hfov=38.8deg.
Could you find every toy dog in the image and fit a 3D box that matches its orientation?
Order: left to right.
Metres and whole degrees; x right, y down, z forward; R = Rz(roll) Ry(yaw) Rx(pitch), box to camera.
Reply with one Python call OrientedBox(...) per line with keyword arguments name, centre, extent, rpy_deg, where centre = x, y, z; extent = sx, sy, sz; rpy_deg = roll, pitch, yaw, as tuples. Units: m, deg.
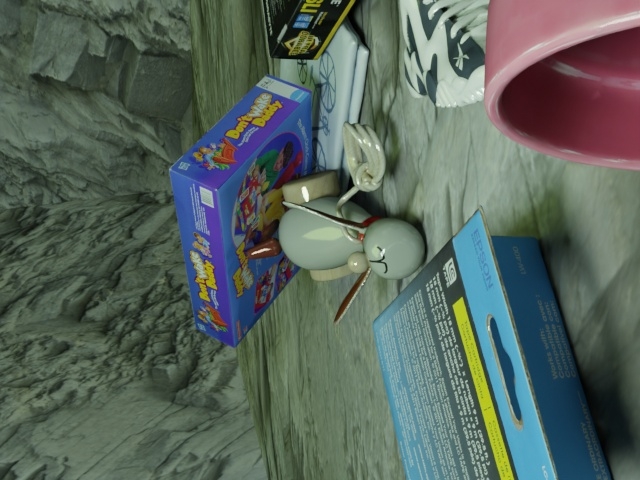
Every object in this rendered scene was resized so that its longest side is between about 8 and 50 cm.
OrientedBox(name="toy dog", centre=(0.000, 0.000, 1.199), extent=(0.220, 0.161, 0.333), rpy_deg=(65, 166, 7))

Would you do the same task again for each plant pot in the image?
OrientedBox(name="plant pot", centre=(0.180, -0.143, 0.417), extent=(0.201, 0.201, 0.180), rpy_deg=(137, 140, -73))

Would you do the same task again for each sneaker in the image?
OrientedBox(name="sneaker", centre=(0.121, -0.200, 0.774), extent=(0.235, 0.094, 0.153), rpy_deg=(-113, 9, -76))

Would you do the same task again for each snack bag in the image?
OrientedBox(name="snack bag", centre=(-0.006, -0.247, 1.388), extent=(0.342, 0.037, 0.323), rpy_deg=(-113, 21, -45))

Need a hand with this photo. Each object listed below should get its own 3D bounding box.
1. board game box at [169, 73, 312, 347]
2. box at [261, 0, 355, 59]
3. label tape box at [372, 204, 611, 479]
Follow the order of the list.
OrientedBox(name="board game box", centre=(-0.103, -0.036, 1.346), extent=(0.078, 0.233, 0.347), rpy_deg=(24, 142, 20))
OrientedBox(name="box", centre=(-0.022, -0.435, 1.187), extent=(0.257, 0.079, 0.321), rpy_deg=(139, 126, -65))
OrientedBox(name="label tape box", centre=(0.156, 0.132, 0.794), extent=(0.333, 0.106, 0.240), rpy_deg=(120, 139, -67))
